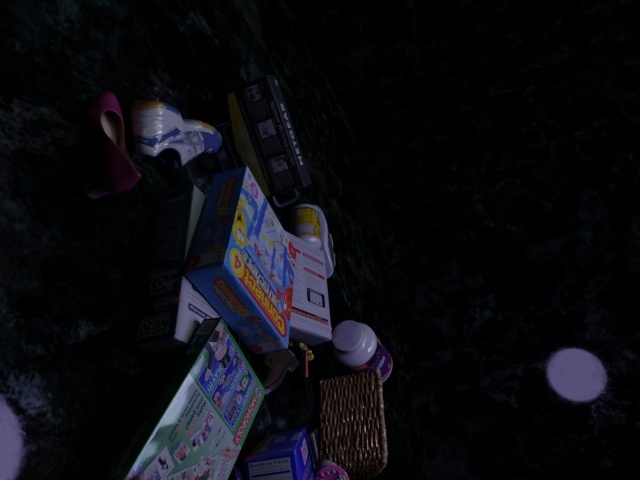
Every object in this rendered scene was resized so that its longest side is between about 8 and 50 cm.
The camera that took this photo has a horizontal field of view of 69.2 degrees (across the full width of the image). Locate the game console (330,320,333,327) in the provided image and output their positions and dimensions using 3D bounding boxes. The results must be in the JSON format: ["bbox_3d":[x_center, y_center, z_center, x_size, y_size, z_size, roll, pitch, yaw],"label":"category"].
[{"bbox_3d":[-0.009,0.234,1.687,0.085,0.124,0.144,-51,128,-36],"label":"game console"}]

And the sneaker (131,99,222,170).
[{"bbox_3d":[-0.337,-0.225,1.088,0.296,0.112,0.131,3,90,-70],"label":"sneaker"}]

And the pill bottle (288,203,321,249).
[{"bbox_3d":[-0.056,-0.019,1.692,0.117,0.118,0.208,50,29,-52],"label":"pill bottle"}]

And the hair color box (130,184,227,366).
[{"bbox_3d":[-0.276,0.076,0.973,0.174,0.105,0.347,53,27,-52],"label":"hair color box"}]

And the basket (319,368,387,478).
[{"bbox_3d":[0.134,0.606,1.515,0.213,0.223,0.299,56,24,-44],"label":"basket"}]

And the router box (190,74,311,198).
[{"bbox_3d":[-0.190,-0.266,1.293,0.081,0.243,0.308,-48,121,-69],"label":"router box"}]

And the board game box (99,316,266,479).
[{"bbox_3d":[-0.208,0.321,0.796,0.317,0.046,0.213,-65,141,-51],"label":"board game box"}]

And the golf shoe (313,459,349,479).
[{"bbox_3d":[0.024,0.729,1.209,0.140,0.115,0.306,149,-56,-77],"label":"golf shoe"}]

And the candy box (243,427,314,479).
[{"bbox_3d":[-0.070,0.607,1.025,0.268,0.122,0.317,74,7,-76],"label":"candy box"}]

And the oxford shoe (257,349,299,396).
[{"bbox_3d":[-0.142,0.349,1.227,0.096,0.083,0.227,51,21,1],"label":"oxford shoe"}]

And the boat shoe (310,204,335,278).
[{"bbox_3d":[0.000,0.000,1.867,0.102,0.108,0.301,-40,116,-70],"label":"boat shoe"}]

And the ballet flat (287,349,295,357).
[{"bbox_3d":[-0.114,0.330,1.373,0.041,0.041,0.114,-87,154,-45],"label":"ballet flat"}]

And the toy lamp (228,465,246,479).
[{"bbox_3d":[-0.224,0.450,0.865,0.274,0.080,0.080,50,30,-54],"label":"toy lamp"}]

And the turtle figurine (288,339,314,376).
[{"bbox_3d":[-0.051,0.291,1.495,0.217,0.087,0.269,-3,71,-56],"label":"turtle figurine"}]

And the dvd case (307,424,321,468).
[{"bbox_3d":[0.019,0.680,1.500,0.221,0.018,0.164,13,63,-71],"label":"dvd case"}]

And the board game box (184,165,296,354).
[{"bbox_3d":[-0.158,0.046,1.050,0.302,0.086,0.308,-88,159,-44],"label":"board game box"}]

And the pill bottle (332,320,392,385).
[{"bbox_3d":[0.162,0.448,1.857,0.323,0.181,0.181,54,27,-46],"label":"pill bottle"}]

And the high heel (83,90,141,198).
[{"bbox_3d":[-0.378,-0.197,0.872,0.082,0.117,0.244,48,32,-54],"label":"high heel"}]

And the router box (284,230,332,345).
[{"bbox_3d":[-0.105,0.124,1.356,0.335,0.082,0.301,31,45,-45],"label":"router box"}]

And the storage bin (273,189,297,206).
[{"bbox_3d":[-0.151,-0.194,1.619,0.135,0.098,0.091,67,-8,-21],"label":"storage bin"}]
